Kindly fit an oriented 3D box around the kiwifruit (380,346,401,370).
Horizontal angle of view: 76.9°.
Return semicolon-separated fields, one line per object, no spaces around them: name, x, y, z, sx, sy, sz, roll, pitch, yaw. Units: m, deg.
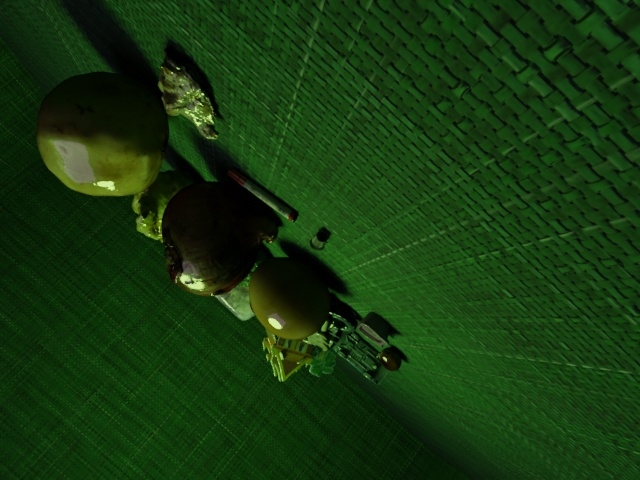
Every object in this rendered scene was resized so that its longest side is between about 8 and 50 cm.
kiwifruit;0.256;0.432;1.465;0.075;0.075;0.125;29;156;37

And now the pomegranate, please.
pomegranate;-0.564;-0.277;1.057;0.332;0.333;0.333;37;163;14

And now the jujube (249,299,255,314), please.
jujube;-0.183;0.218;1.649;0.183;0.183;0.243;40;124;5

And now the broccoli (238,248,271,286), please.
broccoli;-0.338;0.082;1.693;0.269;0.261;0.242;77;-179;-70

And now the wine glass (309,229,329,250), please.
wine glass;0.000;0.000;1.019;0.042;0.039;0.083;43;159;1

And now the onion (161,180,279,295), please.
onion;-0.327;-0.001;1.225;0.353;0.354;0.354;37;163;14

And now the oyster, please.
oyster;-0.278;-0.291;0.843;0.191;0.081;0.163;46;159;-27

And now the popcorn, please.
popcorn;-0.555;-0.128;1.513;0.335;0.278;0.275;7;102;64

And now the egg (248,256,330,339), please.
egg;-0.109;0.184;1.350;0.322;0.250;0.250;40;167;40

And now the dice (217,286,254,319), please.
dice;-0.391;0.217;2.017;0.270;0.270;0.271;47;163;-14

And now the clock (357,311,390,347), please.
clock;0.181;0.292;1.316;0.110;0.050;0.153;39;163;10

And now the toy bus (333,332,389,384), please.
toy bus;0.177;0.501;1.741;0.246;0.114;0.134;37;169;11

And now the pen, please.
pen;-0.155;-0.122;1.069;0.239;0.028;0.028;36;163;17

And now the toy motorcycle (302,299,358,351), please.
toy motorcycle;-0.005;0.324;1.595;0.236;0.169;0.410;32;148;-1

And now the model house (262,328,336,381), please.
model house;-0.099;0.495;1.874;0.357;0.313;0.242;22;173;-24
